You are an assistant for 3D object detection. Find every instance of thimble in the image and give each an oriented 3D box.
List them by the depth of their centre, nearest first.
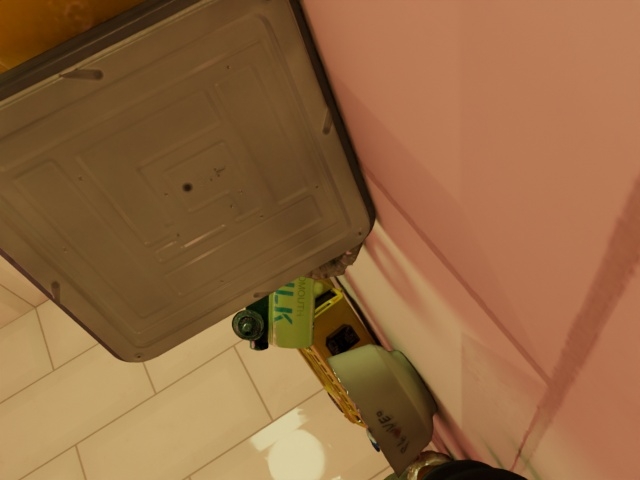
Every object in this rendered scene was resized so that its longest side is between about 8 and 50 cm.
[{"bbox_3d":[0.000,0.000,0.643,0.062,0.084,0.110,54,171,29],"label":"thimble"}]

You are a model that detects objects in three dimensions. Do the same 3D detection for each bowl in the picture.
[{"bbox_3d":[0.108,0.251,0.902,0.211,0.112,0.211,57,173,11],"label":"bowl"}]

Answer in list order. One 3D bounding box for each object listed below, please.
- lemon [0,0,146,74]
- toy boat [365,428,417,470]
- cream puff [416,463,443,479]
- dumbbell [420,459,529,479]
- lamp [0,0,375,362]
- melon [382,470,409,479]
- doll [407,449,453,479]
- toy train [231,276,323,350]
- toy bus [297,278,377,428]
[{"bbox_3d":[-0.200,-0.226,0.416,0.240,0.240,0.219,54,176,33],"label":"lemon"},{"bbox_3d":[0.157,0.398,1.200,0.115,0.114,0.262,64,-179,-11],"label":"toy boat"},{"bbox_3d":[0.217,0.416,0.890,0.146,0.116,0.146,5,97,49],"label":"cream puff"},{"bbox_3d":[0.162,0.303,0.579,0.143,0.143,0.325,56,174,19],"label":"dumbbell"},{"bbox_3d":[-0.105,-0.038,0.441,0.047,0.266,0.269,57,175,46],"label":"lamp"},{"bbox_3d":[0.241,0.683,1.351,0.248,0.249,0.329,53,178,43],"label":"melon"},{"bbox_3d":[0.232,0.470,1.020,0.221,0.105,0.115,-128,16,-61],"label":"doll"},{"bbox_3d":[-0.072,0.080,1.017,0.105,0.157,0.253,-40,-47,-76],"label":"toy train"},{"bbox_3d":[0.035,0.208,1.146,0.331,0.145,0.151,55,166,-5],"label":"toy bus"}]
